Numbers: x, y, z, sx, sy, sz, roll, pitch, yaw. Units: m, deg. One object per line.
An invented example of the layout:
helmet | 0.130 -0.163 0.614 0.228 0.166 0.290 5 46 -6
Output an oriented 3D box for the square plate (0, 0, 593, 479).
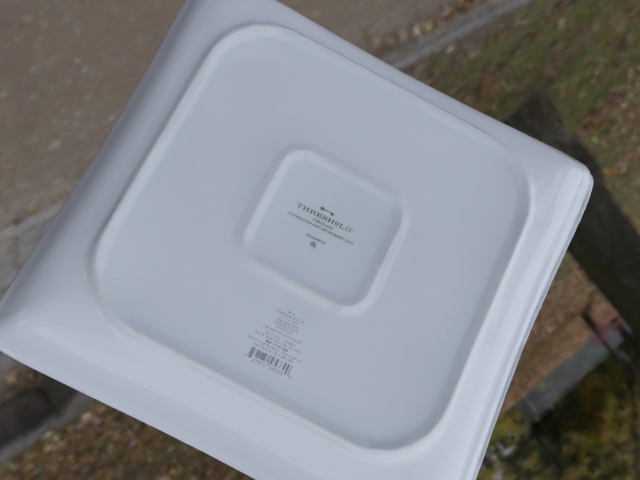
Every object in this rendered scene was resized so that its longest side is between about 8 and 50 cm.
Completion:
square plate | 0.000 0.000 0.867 0.344 0.347 0.049 -63 -177 -25
